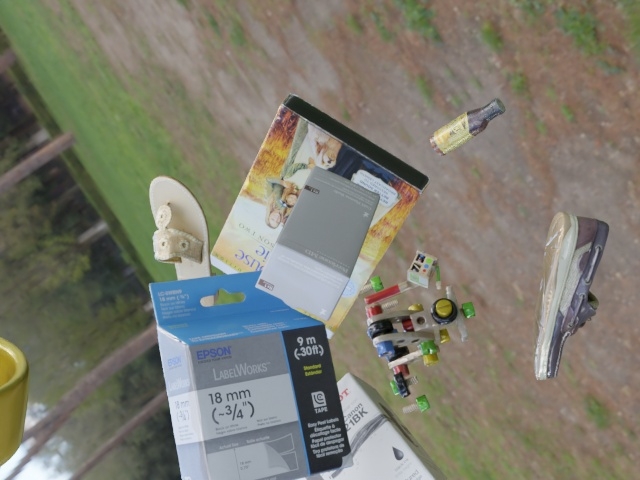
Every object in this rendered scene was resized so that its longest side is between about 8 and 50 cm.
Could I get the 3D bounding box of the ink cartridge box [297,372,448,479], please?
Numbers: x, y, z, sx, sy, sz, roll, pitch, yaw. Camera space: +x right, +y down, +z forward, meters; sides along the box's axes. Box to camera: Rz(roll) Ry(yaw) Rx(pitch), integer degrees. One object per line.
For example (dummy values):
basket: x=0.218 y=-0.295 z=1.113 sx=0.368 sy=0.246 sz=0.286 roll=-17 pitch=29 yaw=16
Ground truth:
ink cartridge box: x=0.072 y=0.389 z=1.666 sx=0.273 sy=0.197 sz=0.114 roll=49 pitch=-176 yaw=39

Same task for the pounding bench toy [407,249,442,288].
pounding bench toy: x=0.248 y=0.068 z=2.255 sx=0.083 sy=0.065 sz=0.052 roll=22 pitch=158 yaw=15

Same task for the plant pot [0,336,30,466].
plant pot: x=-0.416 y=0.222 z=0.940 sx=0.254 sy=0.254 sz=0.239 roll=-149 pitch=65 yaw=-64

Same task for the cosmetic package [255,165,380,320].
cosmetic package: x=0.000 y=0.000 z=1.537 sx=0.127 sy=0.107 sz=0.238 roll=24 pitch=-146 yaw=-3

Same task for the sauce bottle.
sauce bottle: x=0.230 y=-0.180 z=1.553 sx=0.042 sy=0.128 sz=0.042 roll=34 pitch=-143 yaw=-31

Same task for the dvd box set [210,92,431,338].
dvd box set: x=-0.016 y=-0.035 z=1.914 sx=0.307 sy=0.062 sz=0.420 roll=33 pitch=128 yaw=4

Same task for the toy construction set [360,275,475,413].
toy construction set: x=0.234 y=0.181 z=2.284 sx=0.309 sy=0.237 sz=0.257 roll=-106 pitch=-9 yaw=-50

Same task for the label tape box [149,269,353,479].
label tape box: x=-0.106 y=0.204 z=1.504 sx=0.106 sy=0.240 sz=0.334 roll=-26 pitch=73 yaw=56

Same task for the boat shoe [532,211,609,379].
boat shoe: x=0.391 y=0.094 z=1.557 sx=0.103 sy=0.092 sz=0.285 roll=-76 pitch=-9 yaw=-69

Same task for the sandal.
sandal: x=-0.222 y=0.021 z=1.563 sx=0.079 sy=0.088 sz=0.240 roll=-59 pitch=-41 yaw=-58
